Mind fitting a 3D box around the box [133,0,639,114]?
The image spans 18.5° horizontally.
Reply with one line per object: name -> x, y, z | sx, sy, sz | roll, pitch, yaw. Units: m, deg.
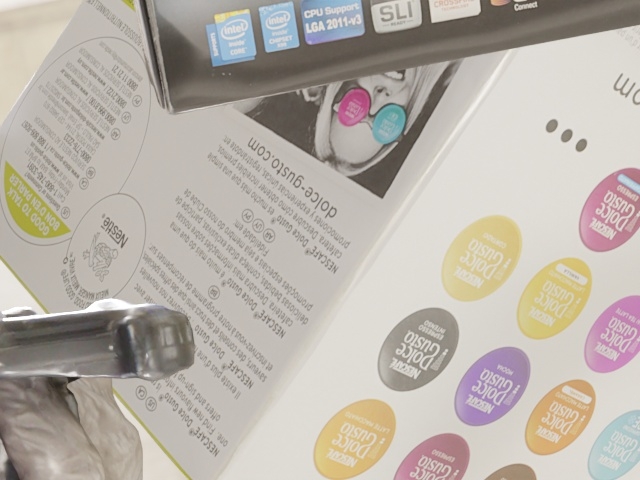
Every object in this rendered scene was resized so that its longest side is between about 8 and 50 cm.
box -> 0.079, -0.188, 0.591 | 0.076, 0.307, 0.243 | -121, -158, -72

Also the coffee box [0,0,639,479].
coffee box -> 0.048, -0.022, 1.191 | 0.337, 0.334, 0.338 | 28, 10, -44

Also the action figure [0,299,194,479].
action figure -> -0.203, 0.124, 0.693 | 0.341, 0.330, 0.179 | -6, -77, 45
